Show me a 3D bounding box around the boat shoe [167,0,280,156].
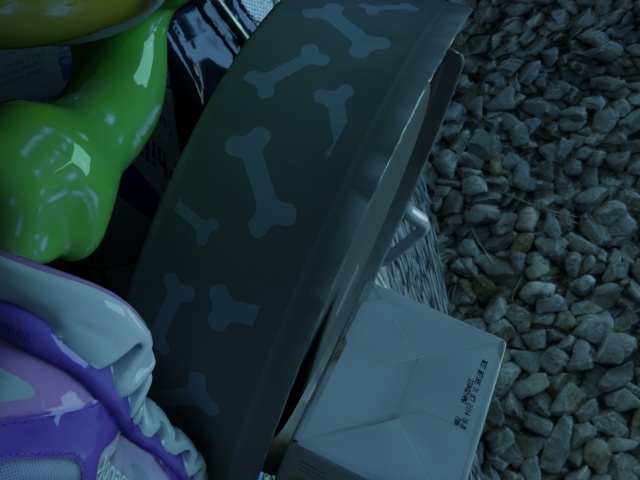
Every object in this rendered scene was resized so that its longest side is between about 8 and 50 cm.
[{"bbox_3d":[-0.063,-0.065,0.830,0.158,0.127,0.340,-43,123,-36],"label":"boat shoe"}]

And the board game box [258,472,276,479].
[{"bbox_3d":[-0.067,0.105,0.841,0.281,0.027,0.145,-93,162,-45],"label":"board game box"}]

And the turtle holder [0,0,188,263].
[{"bbox_3d":[-0.149,-0.174,0.416,0.320,0.243,0.227,-66,172,32],"label":"turtle holder"}]

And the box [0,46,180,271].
[{"bbox_3d":[-0.139,-0.068,0.608,0.126,0.072,0.137,47,31,-65],"label":"box"}]

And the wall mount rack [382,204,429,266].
[{"bbox_3d":[-0.034,-0.120,1.067,0.304,0.130,0.350,22,43,-30],"label":"wall mount rack"}]

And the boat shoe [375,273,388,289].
[{"bbox_3d":[0.000,0.000,1.194,0.068,0.081,0.228,-26,-89,58],"label":"boat shoe"}]

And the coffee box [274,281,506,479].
[{"bbox_3d":[0.022,0.169,0.649,0.141,0.098,0.246,-60,170,-48],"label":"coffee box"}]

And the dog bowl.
[{"bbox_3d":[-0.015,-0.002,0.639,0.349,0.102,0.349,25,90,-83],"label":"dog bowl"}]

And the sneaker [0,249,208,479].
[{"bbox_3d":[-0.121,0.105,0.461,0.236,0.095,0.104,83,28,-58],"label":"sneaker"}]
